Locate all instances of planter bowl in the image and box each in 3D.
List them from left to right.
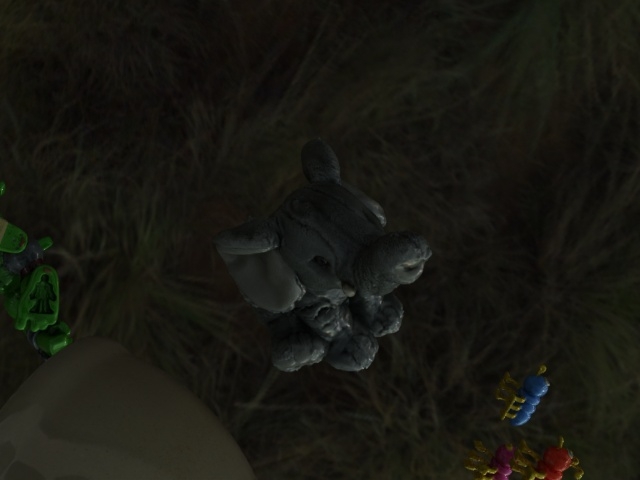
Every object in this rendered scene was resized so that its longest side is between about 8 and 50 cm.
[{"bbox_3d":[-0.083,0.136,0.416,0.109,0.162,0.162,21,106,10],"label":"planter bowl"}]

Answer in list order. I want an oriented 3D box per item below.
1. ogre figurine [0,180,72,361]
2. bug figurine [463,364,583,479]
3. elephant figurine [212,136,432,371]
[{"bbox_3d":[-0.305,0.024,0.936,0.197,0.118,0.097,48,71,-18],"label":"ogre figurine"},{"bbox_3d":[0.280,0.312,1.347,0.072,0.279,0.216,24,111,-5],"label":"bug figurine"},{"bbox_3d":[0.000,0.000,0.808,0.186,0.169,0.239,1,150,6],"label":"elephant figurine"}]
